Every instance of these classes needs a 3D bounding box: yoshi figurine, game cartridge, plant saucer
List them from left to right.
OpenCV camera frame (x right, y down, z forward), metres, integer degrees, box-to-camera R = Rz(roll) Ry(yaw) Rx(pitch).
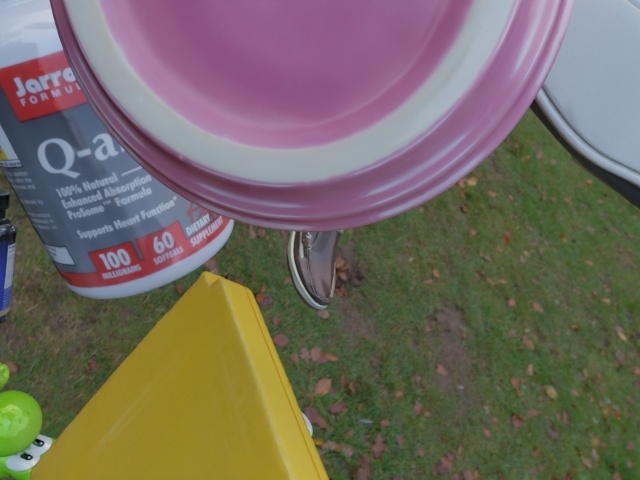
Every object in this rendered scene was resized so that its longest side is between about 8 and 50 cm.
[{"bbox_3d":[-0.636,0.309,0.971,0.361,0.203,0.204,17,68,5],"label":"yoshi figurine"},{"bbox_3d":[-0.136,0.219,0.444,0.052,0.324,0.285,31,19,-41],"label":"game cartridge"},{"bbox_3d":[-0.017,-0.161,0.315,0.332,0.332,0.084,46,16,-5],"label":"plant saucer"}]

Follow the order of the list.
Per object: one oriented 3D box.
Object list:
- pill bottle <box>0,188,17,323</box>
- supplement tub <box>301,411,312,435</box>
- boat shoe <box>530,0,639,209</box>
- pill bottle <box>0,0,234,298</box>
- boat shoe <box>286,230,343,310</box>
[{"bbox_3d":[-0.566,0.024,0.888,0.122,0.122,0.220,2,102,-38],"label":"pill bottle"},{"bbox_3d":[-0.192,0.488,1.189,0.235,0.235,0.325,33,86,-17],"label":"supplement tub"},{"bbox_3d":[0.265,-0.080,0.443,0.335,0.112,0.095,41,6,-2],"label":"boat shoe"},{"bbox_3d":[-0.242,-0.139,0.574,0.210,0.210,0.363,-49,131,-46],"label":"pill bottle"},{"bbox_3d":[-0.006,-0.002,1.009,0.095,0.095,0.258,21,47,-42],"label":"boat shoe"}]
